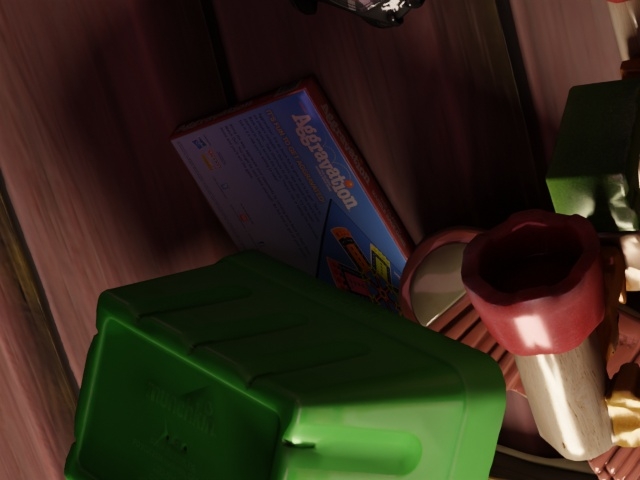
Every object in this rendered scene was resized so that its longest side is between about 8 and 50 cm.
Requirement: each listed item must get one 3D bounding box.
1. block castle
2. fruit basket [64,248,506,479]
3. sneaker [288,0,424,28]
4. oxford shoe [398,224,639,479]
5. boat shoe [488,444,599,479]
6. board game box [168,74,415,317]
[{"bbox_3d":[0.285,-0.082,1.294,0.303,0.453,0.213,-3,129,23],"label":"block castle"},{"bbox_3d":[0.022,0.183,1.634,0.392,0.392,0.283,14,100,11],"label":"fruit basket"},{"bbox_3d":[0.074,-0.230,1.490,0.276,0.097,0.135,-6,120,26],"label":"sneaker"},{"bbox_3d":[0.243,0.110,1.639,0.397,0.146,0.140,39,101,-3],"label":"oxford shoe"},{"bbox_3d":[0.163,0.232,1.788,0.228,0.068,0.081,4,125,17],"label":"boat shoe"},{"bbox_3d":[0.000,0.000,1.717,0.145,0.027,0.281,-17,115,31],"label":"board game box"}]
